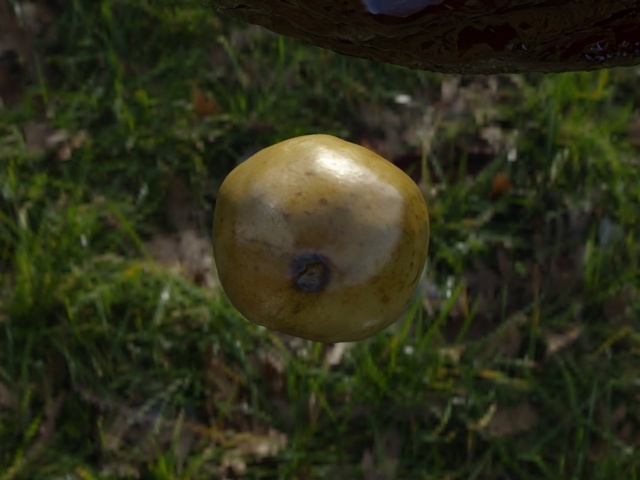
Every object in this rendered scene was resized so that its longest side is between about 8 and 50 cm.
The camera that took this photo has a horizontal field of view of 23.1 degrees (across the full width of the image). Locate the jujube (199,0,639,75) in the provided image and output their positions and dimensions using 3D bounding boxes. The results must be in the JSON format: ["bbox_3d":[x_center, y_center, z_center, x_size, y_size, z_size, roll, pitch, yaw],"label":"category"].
[{"bbox_3d":[0.092,-0.188,0.416,0.376,0.276,0.276,-9,48,8],"label":"jujube"}]

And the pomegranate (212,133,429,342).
[{"bbox_3d":[0.000,0.000,1.307,0.196,0.196,0.196,-1,48,1],"label":"pomegranate"}]
